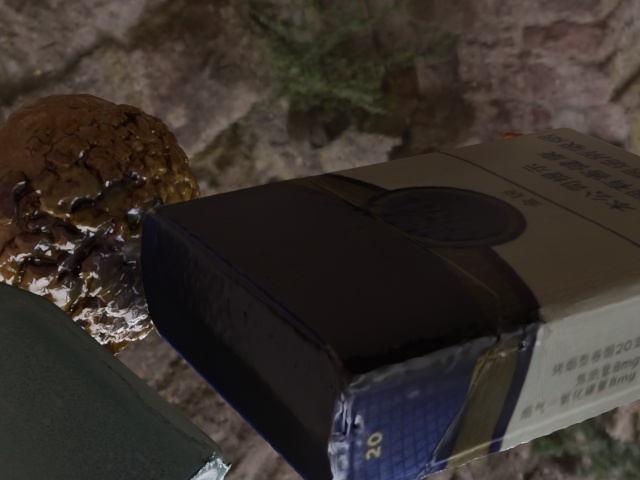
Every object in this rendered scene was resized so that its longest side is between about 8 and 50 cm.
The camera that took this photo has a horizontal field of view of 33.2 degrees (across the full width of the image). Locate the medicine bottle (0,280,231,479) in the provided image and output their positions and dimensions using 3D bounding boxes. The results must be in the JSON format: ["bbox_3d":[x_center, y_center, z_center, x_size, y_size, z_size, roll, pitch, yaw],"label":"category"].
[{"bbox_3d":[-0.240,0.128,0.659,0.290,0.245,0.245,41,-127,9],"label":"medicine bottle"}]

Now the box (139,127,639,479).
[{"bbox_3d":[0.068,0.017,0.485,0.259,0.071,0.168,-12,-152,-31],"label":"box"}]

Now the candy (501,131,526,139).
[{"bbox_3d":[0.236,-0.063,1.247,0.038,0.122,0.062,14,-117,41],"label":"candy"}]

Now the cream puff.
[{"bbox_3d":[-0.276,0.004,1.249,0.231,0.342,0.327,29,-165,33],"label":"cream puff"}]
